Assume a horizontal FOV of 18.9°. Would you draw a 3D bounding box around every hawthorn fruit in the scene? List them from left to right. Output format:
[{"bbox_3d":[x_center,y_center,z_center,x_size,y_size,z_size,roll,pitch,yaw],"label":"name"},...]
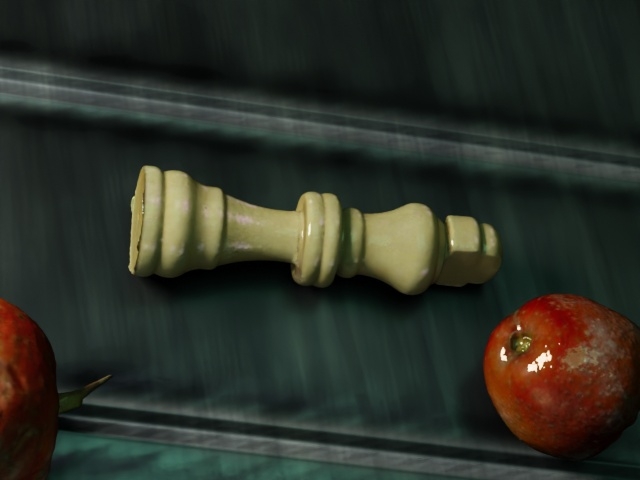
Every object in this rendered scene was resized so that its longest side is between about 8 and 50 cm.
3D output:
[{"bbox_3d":[-0.366,0.158,1.793,0.262,0.258,0.258,31,61,-3],"label":"hawthorn fruit"},{"bbox_3d":[0.255,0.136,1.982,0.173,0.173,0.173,5,62,-10],"label":"hawthorn fruit"}]

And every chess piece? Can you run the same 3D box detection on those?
[{"bbox_3d":[0.000,0.000,2.028,0.397,0.117,0.117,6,62,-11],"label":"chess piece"}]
